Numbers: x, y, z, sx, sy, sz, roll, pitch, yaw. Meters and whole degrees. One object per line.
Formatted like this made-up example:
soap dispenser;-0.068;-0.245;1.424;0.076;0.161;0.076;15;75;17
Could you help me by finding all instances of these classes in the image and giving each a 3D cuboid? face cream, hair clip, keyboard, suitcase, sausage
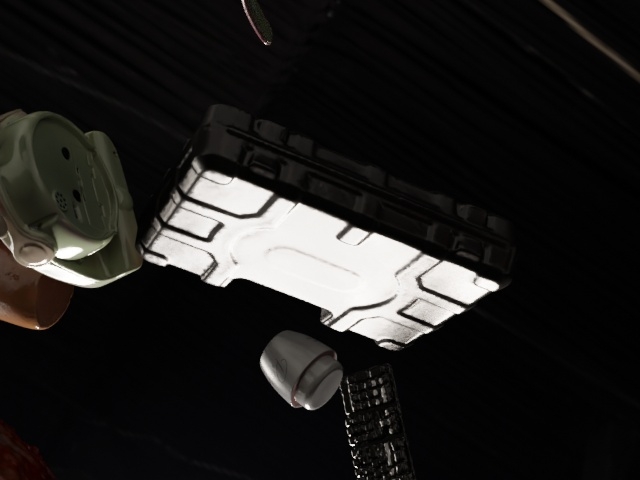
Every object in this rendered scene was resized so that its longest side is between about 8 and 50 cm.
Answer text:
face cream;-0.025;0.171;1.285;0.091;0.095;0.091;-39;148;-30
hair clip;-0.078;-0.293;1.118;0.054;0.022;0.137;-83;165;-48
keyboard;0.068;0.246;1.000;0.072;0.231;0.023;-24;160;39
suitcase;0.000;-0.001;0.827;0.206;0.285;0.066;-42;-149;55
sausage;-0.540;0.055;1.558;0.121;0.304;0.121;-38;135;-51

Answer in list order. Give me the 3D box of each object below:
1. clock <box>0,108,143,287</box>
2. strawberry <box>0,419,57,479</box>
clock;-0.236;-0.044;0.845;0.062;0.152;0.191;-23;161;16
strawberry;-0.182;0.140;0.493;0.148;0.131;0.131;-13;-163;13
